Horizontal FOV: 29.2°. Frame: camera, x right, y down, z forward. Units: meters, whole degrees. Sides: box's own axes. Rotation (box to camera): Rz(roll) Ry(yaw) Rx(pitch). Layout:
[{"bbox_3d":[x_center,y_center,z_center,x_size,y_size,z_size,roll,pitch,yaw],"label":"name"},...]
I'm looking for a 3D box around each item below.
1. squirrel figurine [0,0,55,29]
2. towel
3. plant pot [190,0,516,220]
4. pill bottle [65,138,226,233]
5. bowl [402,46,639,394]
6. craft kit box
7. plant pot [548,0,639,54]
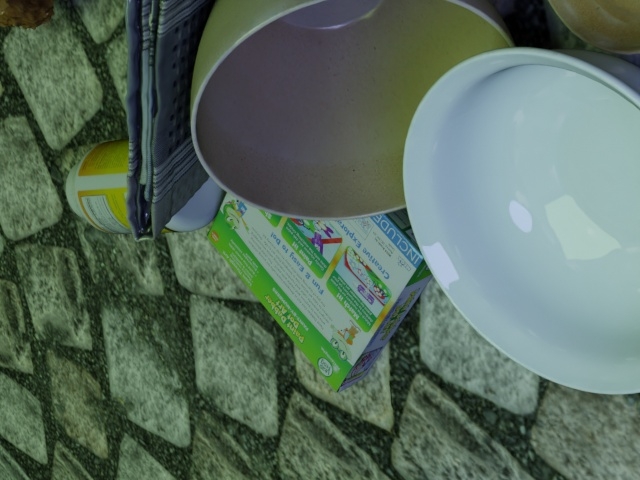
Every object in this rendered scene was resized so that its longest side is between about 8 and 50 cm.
[{"bbox_3d":[-0.441,-0.431,1.442,0.370,0.281,0.397,-2,105,55],"label":"squirrel figurine"},{"bbox_3d":[-0.108,-0.201,1.155,0.056,0.324,0.312,16,125,11],"label":"towel"},{"bbox_3d":[0.020,-0.178,1.090,0.284,0.284,0.191,123,147,-46],"label":"plant pot"},{"bbox_3d":[-0.218,-0.066,1.489,0.215,0.117,0.117,0,108,48],"label":"pill bottle"},{"bbox_3d":[0.221,-0.035,0.997,0.298,0.134,0.298,26,133,32],"label":"bowl"},{"bbox_3d":[0.000,0.000,1.334,0.250,0.061,0.247,49,135,19],"label":"craft kit box"},{"bbox_3d":[0.238,-0.258,0.910,0.236,0.032,0.236,22,115,59],"label":"plant pot"}]
